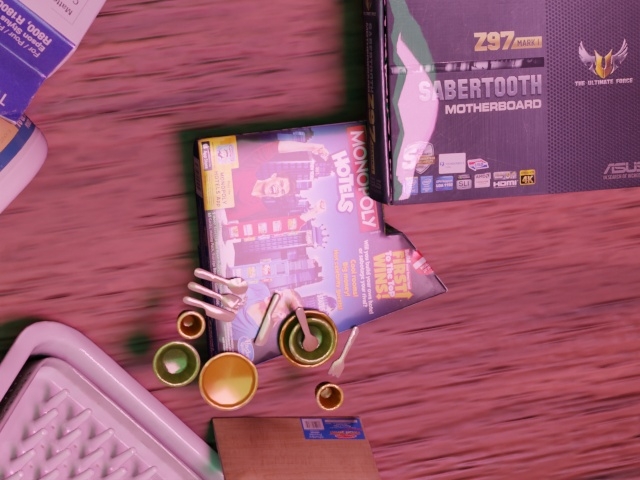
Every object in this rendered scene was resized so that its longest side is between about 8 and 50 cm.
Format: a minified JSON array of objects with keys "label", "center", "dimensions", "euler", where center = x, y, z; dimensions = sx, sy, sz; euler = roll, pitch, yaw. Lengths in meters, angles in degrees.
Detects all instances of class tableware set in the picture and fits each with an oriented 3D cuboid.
[{"label":"tableware set","center":[-0.049,0.091,1.389],"dimensions":[0.154,0.024,0.104],"euler":[22,95,-16]}]

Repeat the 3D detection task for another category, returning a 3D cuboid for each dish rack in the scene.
[{"label":"dish rack","center":[-0.182,0.246,1.327],"dimensions":[0.285,0.333,0.072],"euler":[43,125,-15]}]

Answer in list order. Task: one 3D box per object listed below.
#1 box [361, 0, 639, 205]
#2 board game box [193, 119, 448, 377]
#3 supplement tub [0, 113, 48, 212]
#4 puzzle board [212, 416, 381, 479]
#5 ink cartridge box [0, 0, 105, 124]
[{"label":"box","center":[0.151,-0.127,1.386],"dimensions":[0.233,0.059,0.183],"euler":[-4,98,-15]},{"label":"board game box","center":[0.000,0.000,1.428],"dimensions":[0.194,0.060,0.194],"euler":[-7,101,-12]},{"label":"supplement tub","center":[-0.315,-0.092,1.295],"dimensions":[0.144,0.144,0.199],"euler":[-43,106,-2]},{"label":"puzzle board","center":[-0.019,0.177,1.440],"dimensions":[0.128,0.096,0.011],"euler":[1,122,-13]},{"label":"ink cartridge box","center":[-0.250,-0.230,1.273],"dimensions":[0.223,0.045,0.224],"euler":[37,53,-17]}]
